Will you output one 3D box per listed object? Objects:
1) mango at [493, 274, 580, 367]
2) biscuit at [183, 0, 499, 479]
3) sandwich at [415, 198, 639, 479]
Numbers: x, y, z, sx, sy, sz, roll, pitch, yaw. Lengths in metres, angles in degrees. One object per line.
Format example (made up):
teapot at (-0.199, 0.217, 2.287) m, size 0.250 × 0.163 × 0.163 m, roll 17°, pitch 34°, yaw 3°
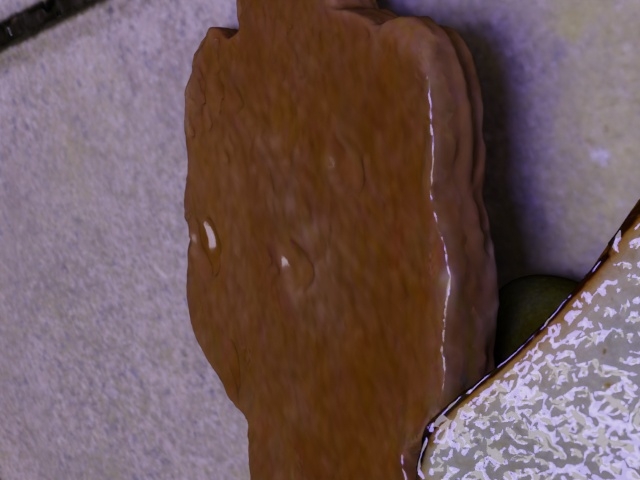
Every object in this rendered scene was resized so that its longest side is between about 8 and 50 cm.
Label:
mango at (0.138, 0.147, 0.774) m, size 0.133 × 0.111 × 0.267 m, roll -25°, pitch 84°, yaw 57°
biscuit at (0.004, 0.000, 0.835) m, size 0.269 × 0.051 × 0.376 m, roll 4°, pitch 100°, yaw 56°
sandwich at (0.166, 0.084, 0.670) m, size 0.186 × 0.065 × 0.214 m, roll 42°, pitch 99°, yaw 18°
